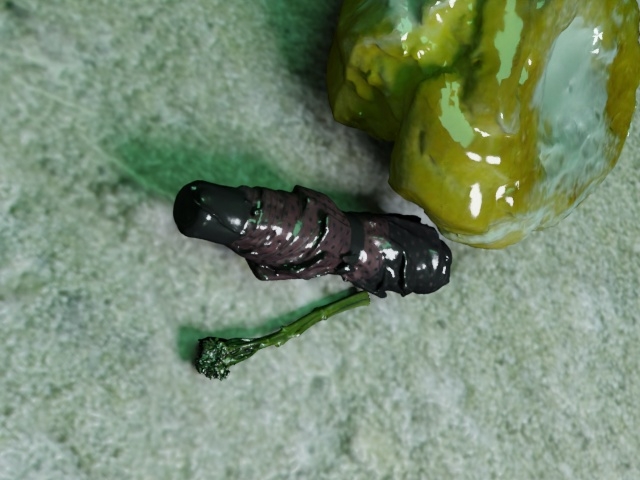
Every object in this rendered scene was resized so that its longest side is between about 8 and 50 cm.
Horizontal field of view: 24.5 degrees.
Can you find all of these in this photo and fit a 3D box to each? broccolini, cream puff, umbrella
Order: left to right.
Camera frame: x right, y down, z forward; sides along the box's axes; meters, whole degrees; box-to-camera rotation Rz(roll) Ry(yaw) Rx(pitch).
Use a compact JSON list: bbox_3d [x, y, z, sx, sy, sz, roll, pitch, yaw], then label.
[{"bbox_3d":[-0.031,0.090,1.434,0.218,0.042,0.044,-17,88,-35],"label":"broccolini"},{"bbox_3d":[0.000,0.000,1.432,0.326,0.090,0.094,12,43,-38],"label":"umbrella"},{"bbox_3d":[0.150,-0.189,1.493,0.378,0.275,0.378,-24,121,-47],"label":"cream puff"}]
